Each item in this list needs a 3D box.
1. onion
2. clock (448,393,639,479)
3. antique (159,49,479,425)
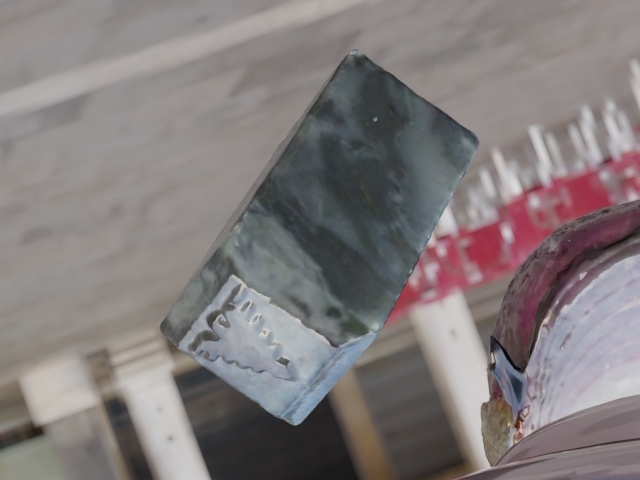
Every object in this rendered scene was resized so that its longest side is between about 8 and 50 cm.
[{"bbox_3d":[0.258,0.080,1.227,0.348,0.267,0.159,-11,-158,-8],"label":"onion"},{"bbox_3d":[0.100,0.181,0.309,0.376,0.368,0.250,-22,141,39],"label":"clock"},{"bbox_3d":[0.000,0.000,0.993,0.088,0.086,0.183,-52,-175,42],"label":"antique"}]
